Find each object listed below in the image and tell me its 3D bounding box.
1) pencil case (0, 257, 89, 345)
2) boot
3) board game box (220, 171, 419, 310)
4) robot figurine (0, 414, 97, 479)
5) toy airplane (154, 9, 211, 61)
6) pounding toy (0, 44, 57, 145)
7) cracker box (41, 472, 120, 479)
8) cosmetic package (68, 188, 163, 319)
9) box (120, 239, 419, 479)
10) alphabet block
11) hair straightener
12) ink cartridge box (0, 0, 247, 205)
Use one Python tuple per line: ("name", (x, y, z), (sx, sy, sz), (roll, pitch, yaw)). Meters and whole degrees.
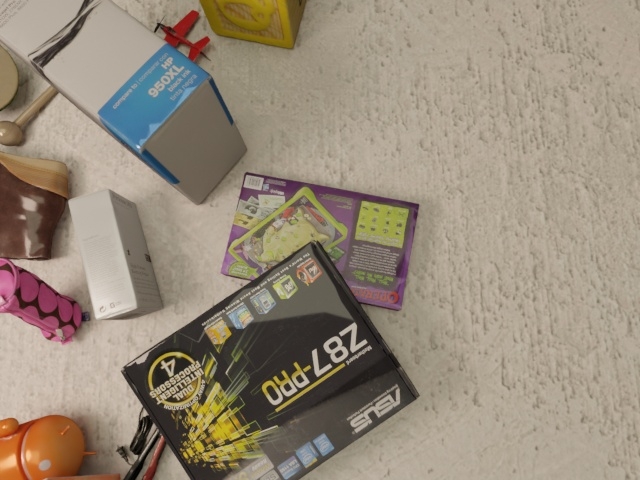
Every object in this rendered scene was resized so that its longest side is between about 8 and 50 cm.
("pencil case", (-0.507, 0.114, 0.787), (0.095, 0.209, 0.098), (-20, 63, -4))
("boot", (-0.637, -0.069, 0.888), (0.248, 0.090, 0.207), (6, 78, 1))
("board game box", (0.000, 0.000, 0.863), (0.346, 0.056, 0.208), (12, 76, 5))
("robot figurine", (-0.515, 0.383, 0.777), (0.219, 0.128, 0.158), (-20, 78, -1))
("toy airplane", (-0.300, -0.433, 0.969), (0.151, 0.028, 0.151), (-1, 81, 4))
("pounding toy", (-0.715, -0.318, 0.949), (0.237, 0.110, 0.183), (35, 70, -20))
("cracker box", (-0.468, 0.453, 0.724), (0.232, 0.156, 0.067), (-27, 59, 9))
("cosmetic package", (-0.382, 0.030, 0.844), (0.085, 0.117, 0.231), (-18, 80, -1))
("box", (-0.084, 0.234, 0.773), (0.395, 0.097, 0.318), (-33, 90, -1))
("alphabet block", (-0.127, -0.540, 0.896), (0.192, 0.193, 0.197), (14, 81, 7))
("hair straightener", (-0.332, 0.385, 0.807), (0.089, 0.047, 0.230), (20, 81, 7))
("ink cartridge box", (-0.354, -0.276, 0.812), (0.395, 0.285, 0.166), (38, 82, 9))
